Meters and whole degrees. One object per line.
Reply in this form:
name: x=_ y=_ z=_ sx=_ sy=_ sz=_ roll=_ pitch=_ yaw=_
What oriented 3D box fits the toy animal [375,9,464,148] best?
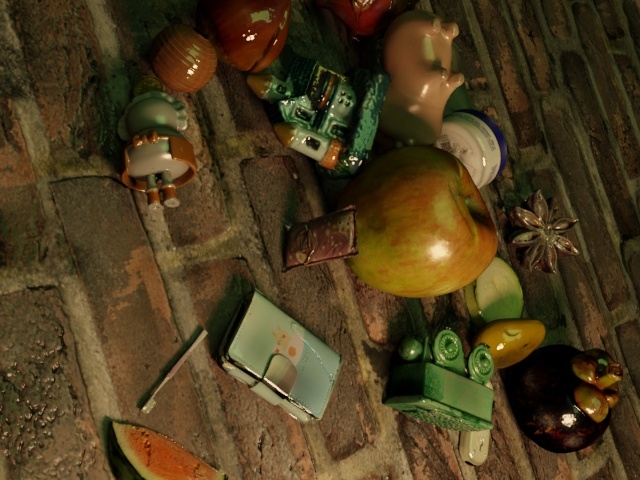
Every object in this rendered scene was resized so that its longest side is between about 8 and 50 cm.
toy animal: x=0.208 y=-0.376 z=1.770 sx=0.237 sy=0.269 sz=0.326 roll=7 pitch=81 yaw=-35

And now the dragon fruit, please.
dragon fruit: x=0.105 y=-0.632 z=1.807 sx=0.315 sy=0.250 sz=0.250 roll=33 pitch=57 yaw=-43

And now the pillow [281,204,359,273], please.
pillow: x=0.000 y=0.000 z=1.553 sx=0.043 sy=0.185 sz=0.118 roll=29 pitch=54 yaw=-57

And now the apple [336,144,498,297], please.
apple: x=0.204 y=-0.033 z=1.627 sx=0.340 sy=0.340 sz=0.339 roll=13 pitch=68 yaw=-36

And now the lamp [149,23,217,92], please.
lamp: x=-0.270 y=-0.359 z=1.467 sx=0.136 sy=0.136 sz=0.136 roll=13 pitch=68 yaw=-36

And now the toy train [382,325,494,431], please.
toy train: x=0.282 y=0.313 z=1.698 sx=0.266 sy=0.145 sz=0.201 roll=26 pitch=64 yaw=-30

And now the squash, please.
squash: x=0.461 y=0.150 z=1.970 sx=0.219 sy=0.041 sz=0.219 roll=12 pitch=72 yaw=-40

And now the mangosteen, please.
mangosteen: x=0.622 y=0.378 z=1.848 sx=0.275 sy=0.302 sz=0.275 roll=20 pitch=51 yaw=-26

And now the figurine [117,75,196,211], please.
figurine: x=-0.310 y=-0.187 z=1.385 sx=0.143 sy=0.143 sz=0.271 roll=-8 pitch=83 yaw=-40

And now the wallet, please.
wallet: x=-0.077 y=0.232 z=1.476 sx=0.250 sy=0.075 sz=0.176 roll=40 pitch=51 yaw=-22

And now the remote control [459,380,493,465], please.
remote control: x=0.381 y=0.434 z=1.806 sx=0.078 sy=0.042 sz=0.221 roll=28 pitch=60 yaw=-31

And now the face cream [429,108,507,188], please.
face cream: x=0.357 y=-0.222 z=1.888 sx=0.111 sy=0.206 sz=0.205 roll=-29 pitch=95 yaw=-37

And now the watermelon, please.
watermelon: x=-0.268 y=0.399 z=1.284 sx=0.245 sy=0.063 sz=0.119 roll=32 pitch=39 yaw=-22

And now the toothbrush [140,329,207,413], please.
toothbrush: x=-0.266 y=0.236 z=1.360 sx=0.017 sy=0.014 sz=0.194 roll=47 pitch=52 yaw=-17

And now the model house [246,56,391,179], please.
model house: x=-0.025 y=-0.291 z=1.607 sx=0.291 sy=0.184 sz=0.253 roll=21 pitch=85 yaw=-12

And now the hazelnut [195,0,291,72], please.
hazelnut: x=-0.149 y=-0.459 z=1.542 sx=0.208 sy=0.208 sz=0.208 roll=13 pitch=68 yaw=-36

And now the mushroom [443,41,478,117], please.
mushroom: x=0.363 y=-0.396 z=2.023 sx=0.109 sy=0.097 sz=0.351 roll=2 pitch=72 yaw=-39

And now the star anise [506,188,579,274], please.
star anise: x=0.615 y=-0.018 z=2.102 sx=0.236 sy=0.109 sz=0.223 roll=-36 pitch=92 yaw=-23

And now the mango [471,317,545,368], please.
mango: x=0.474 y=0.251 z=1.865 sx=0.098 sy=0.195 sz=0.137 roll=-113 pitch=-174 yaw=-49
